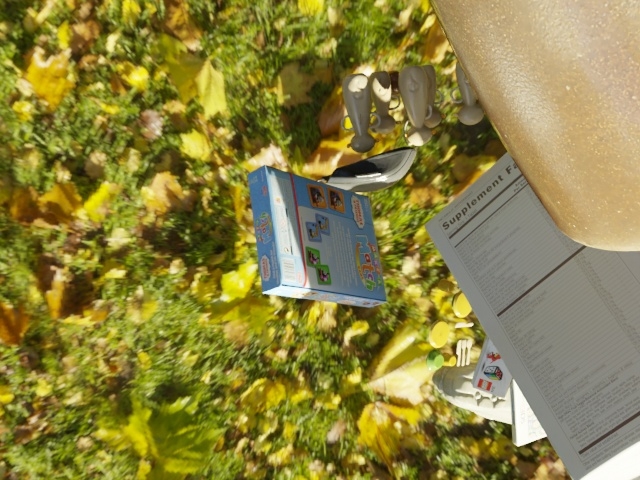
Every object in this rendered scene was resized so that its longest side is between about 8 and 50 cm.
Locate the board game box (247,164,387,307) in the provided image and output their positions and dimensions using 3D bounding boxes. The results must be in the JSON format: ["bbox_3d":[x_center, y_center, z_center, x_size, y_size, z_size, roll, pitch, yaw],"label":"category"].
[{"bbox_3d":[0.000,0.000,1.069,0.039,0.211,0.160,-24,66,38],"label":"board game box"}]

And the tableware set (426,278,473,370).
[{"bbox_3d":[0.215,0.142,1.368,0.104,0.024,0.154,-1,97,-38],"label":"tableware set"}]

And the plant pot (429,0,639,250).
[{"bbox_3d":[0.138,-0.149,0.407,0.230,0.215,0.215,43,89,-21],"label":"plant pot"}]

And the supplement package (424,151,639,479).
[{"bbox_3d":[0.216,0.049,0.642,0.139,0.133,0.244,-43,53,25],"label":"supplement package"}]

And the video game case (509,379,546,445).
[{"bbox_3d":[0.371,0.240,1.283,0.157,0.019,0.143,-15,112,-17],"label":"video game case"}]

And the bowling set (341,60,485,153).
[{"bbox_3d":[0.181,-0.270,1.629,0.286,0.200,0.154,-7,100,3],"label":"bowling set"}]

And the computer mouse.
[{"bbox_3d":[0.063,-0.105,1.580,0.261,0.184,0.060,-16,81,-3],"label":"computer mouse"}]

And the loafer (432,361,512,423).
[{"bbox_3d":[0.355,0.287,1.518,0.319,0.111,0.112,21,83,-25],"label":"loafer"}]

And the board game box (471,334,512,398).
[{"bbox_3d":[0.290,0.049,1.148,0.053,0.305,0.193,18,130,13],"label":"board game box"}]
